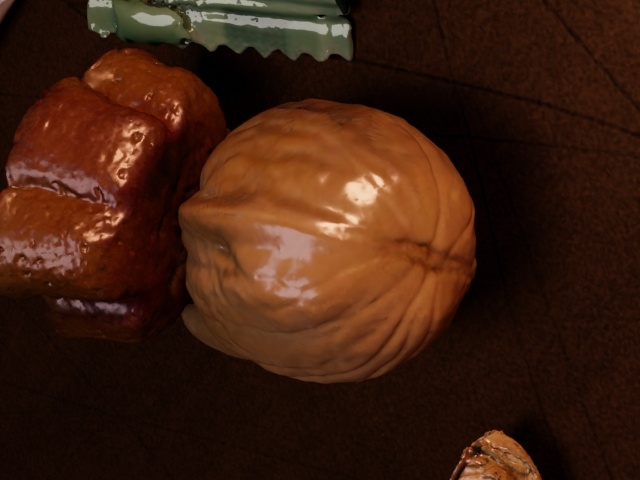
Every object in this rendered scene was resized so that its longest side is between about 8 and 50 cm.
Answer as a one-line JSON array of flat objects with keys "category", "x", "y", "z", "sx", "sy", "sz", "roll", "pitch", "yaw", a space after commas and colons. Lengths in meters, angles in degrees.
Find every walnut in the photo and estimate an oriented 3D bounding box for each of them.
[{"category": "walnut", "x": 0.000, "y": 0.000, "z": 1.487, "sx": 0.261, "sy": 0.225, "sz": 0.225, "roll": 5, "pitch": 110, "yaw": 47}]

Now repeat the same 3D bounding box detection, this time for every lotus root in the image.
[{"category": "lotus root", "x": -0.070, "y": 0.066, "z": 1.682, "sx": 0.150, "sy": 0.062, "sz": 0.073, "roll": 15, "pitch": 92, "yaw": 38}]

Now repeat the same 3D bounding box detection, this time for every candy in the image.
[{"category": "candy", "x": -0.093, "y": -0.327, "z": 1.501, "sx": 0.263, "sy": 0.172, "sz": 0.397, "roll": 18, "pitch": 130, "yaw": 32}]

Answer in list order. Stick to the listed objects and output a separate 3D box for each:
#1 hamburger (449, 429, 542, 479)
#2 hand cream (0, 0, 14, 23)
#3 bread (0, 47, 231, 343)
[{"category": "hamburger", "x": 0.147, "y": 0.242, "z": 1.537, "sx": 0.102, "sy": 0.087, "sz": 0.176, "roll": 29, "pitch": 118, "yaw": 20}, {"category": "hand cream", "x": -0.344, "y": -0.207, "z": 1.848, "sx": 0.087, "sy": 0.054, "sz": 0.186, "roll": 51, "pitch": 127, "yaw": 22}, {"category": "bread", "x": -0.162, "y": -0.033, "z": 1.616, "sx": 0.135, "sy": 0.232, "sz": 0.246, "roll": 14, "pitch": 72, "yaw": 28}]
